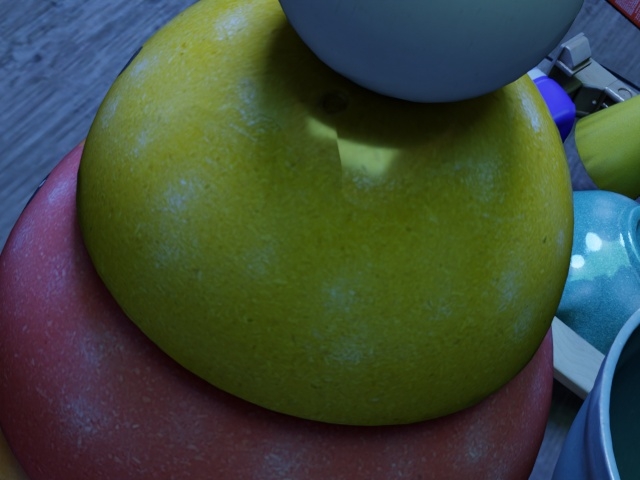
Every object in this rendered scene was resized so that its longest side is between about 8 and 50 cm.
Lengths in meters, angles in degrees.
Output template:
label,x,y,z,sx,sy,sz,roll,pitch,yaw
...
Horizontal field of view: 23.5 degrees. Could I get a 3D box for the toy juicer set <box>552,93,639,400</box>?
label,x,y,z,sx,sy,sz,roll,pitch,yaw
toy juicer set,0.205,0.054,0.978,0.209,0.089,0.329,50,37,-9

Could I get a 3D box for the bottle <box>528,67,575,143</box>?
label,x,y,z,sx,sy,sz,roll,pitch,yaw
bottle,0.044,-0.140,1.099,0.283,0.092,0.118,41,46,17

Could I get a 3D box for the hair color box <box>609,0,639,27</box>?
label,x,y,z,sx,sy,sz,roll,pitch,yaw
hair color box,0.305,-0.196,1.295,0.072,0.043,0.141,-25,62,-38

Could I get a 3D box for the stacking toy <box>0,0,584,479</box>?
label,x,y,z,sx,sy,sz,roll,pitch,yaw
stacking toy,0.000,0.000,0.669,0.350,0.480,0.351,12,44,-12

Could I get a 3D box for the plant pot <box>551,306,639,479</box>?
label,x,y,z,sx,sy,sz,roll,pitch,yaw
plant pot,0.229,0.190,0.771,0.293,0.196,0.293,15,41,-14

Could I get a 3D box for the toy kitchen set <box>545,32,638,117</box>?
label,x,y,z,sx,sy,sz,roll,pitch,yaw
toy kitchen set,0.204,-0.106,1.150,0.075,0.068,0.083,42,47,18
